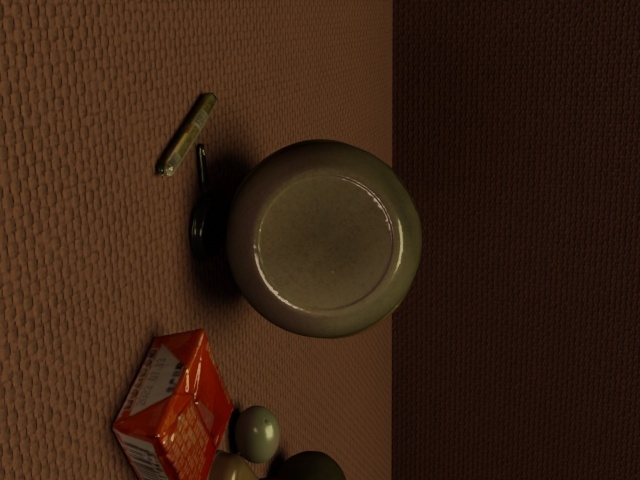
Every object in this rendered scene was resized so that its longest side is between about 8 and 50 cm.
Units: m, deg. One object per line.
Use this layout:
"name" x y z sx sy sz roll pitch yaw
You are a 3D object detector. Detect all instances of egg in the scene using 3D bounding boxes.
"egg" -0.141 0.432 1.969 0.103 0.103 0.135 -50 141 -64

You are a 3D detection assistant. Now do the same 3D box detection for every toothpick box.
"toothpick box" 0.000 0.000 1.838 0.425 0.408 0.409 -106 -162 -87

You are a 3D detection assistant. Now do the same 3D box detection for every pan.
"pan" -0.220 -0.073 1.732 0.136 0.028 0.235 -44 135 -67

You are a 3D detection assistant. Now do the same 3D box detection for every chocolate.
"chocolate" -0.254 0.313 1.561 0.237 0.107 0.235 76 24 -43

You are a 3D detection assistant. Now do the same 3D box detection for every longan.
"longan" -0.027 0.635 2.247 0.220 0.196 0.197 0 94 -67

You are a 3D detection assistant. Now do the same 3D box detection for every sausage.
"sausage" -0.241 -0.198 1.628 0.269 0.032 0.033 -69 156 -46

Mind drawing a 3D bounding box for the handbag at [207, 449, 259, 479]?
"handbag" -0.208 0.568 1.699 0.302 0.149 0.283 73 24 -55

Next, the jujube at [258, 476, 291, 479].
"jujube" -0.103 0.717 1.936 0.258 0.258 0.377 38 64 -70
